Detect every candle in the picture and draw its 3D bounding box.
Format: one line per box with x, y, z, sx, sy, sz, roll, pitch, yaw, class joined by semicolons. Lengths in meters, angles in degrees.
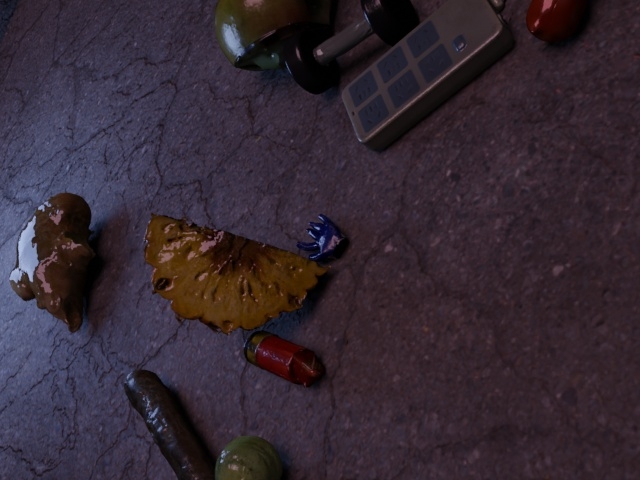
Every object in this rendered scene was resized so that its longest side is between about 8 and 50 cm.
-0.044;0.156;1.050;0.131;0.052;0.052;14;78;47;candle

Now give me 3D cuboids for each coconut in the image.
-0.090;0.288;0.997;0.088;0.096;0.087;0;91;15;coconut

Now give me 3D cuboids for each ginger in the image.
-0.512;0.055;1.531;0.219;0.123;0.270;-33;47;25;ginger

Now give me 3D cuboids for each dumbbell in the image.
0.042;-0.301;1.193;0.191;0.100;0.100;-27;51;35;dumbbell

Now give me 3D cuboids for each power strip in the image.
0.142;-0.234;1.093;0.270;0.046;0.118;-37;45;24;power strip

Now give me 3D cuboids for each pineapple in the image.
-0.134;0.061;1.127;0.164;0.250;0.139;161;125;-79;pineapple

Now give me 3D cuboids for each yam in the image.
-0.211;0.278;1.145;0.061;0.061;0.274;-55;41;6;yam

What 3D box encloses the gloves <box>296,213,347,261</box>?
0.000;0.000;1.115;0.064;0.026;0.086;-57;41;6;gloves

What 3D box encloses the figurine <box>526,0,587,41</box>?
0.294;-0.297;0.952;0.068;0.075;0.140;30;88;49;figurine

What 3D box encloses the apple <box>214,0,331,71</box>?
-0.084;-0.377;1.324;0.188;0.174;0.207;-10;45;39;apple
